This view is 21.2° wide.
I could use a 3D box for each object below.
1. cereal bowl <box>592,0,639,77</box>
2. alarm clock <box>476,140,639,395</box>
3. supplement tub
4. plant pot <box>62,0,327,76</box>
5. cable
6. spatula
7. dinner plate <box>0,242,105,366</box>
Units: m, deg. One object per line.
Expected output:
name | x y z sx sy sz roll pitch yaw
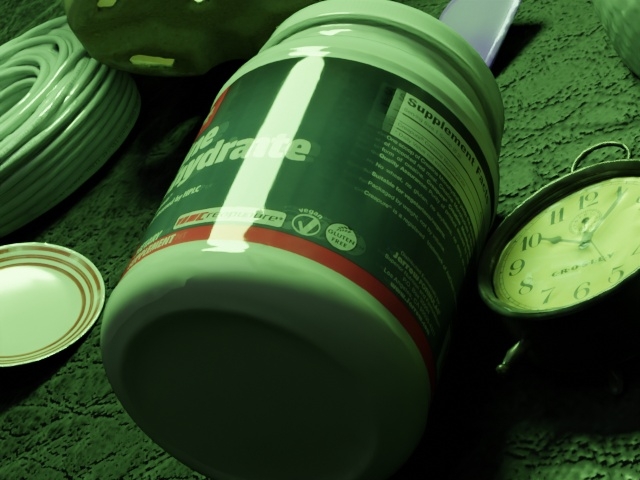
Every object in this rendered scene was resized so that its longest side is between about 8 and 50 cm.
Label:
cereal bowl | 0.316 -0.253 1.122 0.339 0.141 0.339 -27 29 16
alarm clock | 0.160 0.004 0.981 0.129 0.064 0.192 -20 35 26
supplement tub | 0.000 0.000 1.020 0.191 0.191 0.272 -14 35 33
plant pot | -0.123 -0.321 1.466 0.333 0.334 0.306 -21 67 23
cable | -0.288 -0.099 1.571 0.257 0.089 0.257 -10 39 39
spatula | 0.055 -0.086 1.255 0.084 0.030 0.296 5 48 50
dinner plate | -0.237 0.053 1.326 0.141 0.017 0.141 -4 41 3
